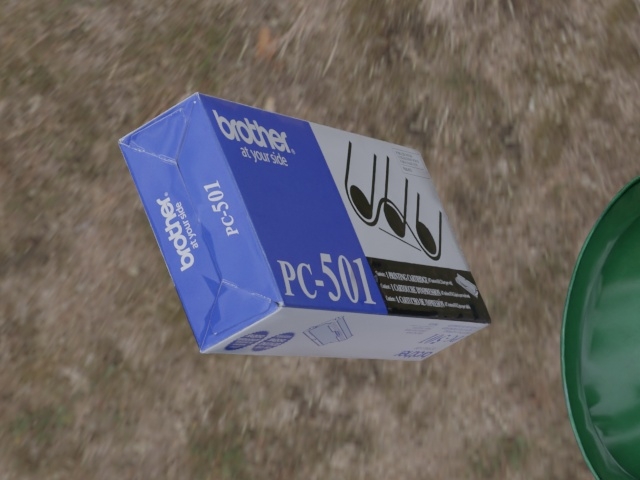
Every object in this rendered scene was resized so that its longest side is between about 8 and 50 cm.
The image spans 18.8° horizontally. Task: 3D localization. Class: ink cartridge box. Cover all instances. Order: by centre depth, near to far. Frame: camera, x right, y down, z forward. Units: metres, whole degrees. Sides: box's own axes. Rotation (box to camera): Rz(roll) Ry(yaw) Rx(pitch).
[{"bbox_3d":[0.000,0.000,0.850,0.046,0.207,0.097,-29,73,23],"label":"ink cartridge box"}]

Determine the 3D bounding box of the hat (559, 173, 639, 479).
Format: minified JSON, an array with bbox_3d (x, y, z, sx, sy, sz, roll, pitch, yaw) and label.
[{"bbox_3d":[0.241,0.038,0.895,0.173,0.183,0.208,45,61,-30],"label":"hat"}]
